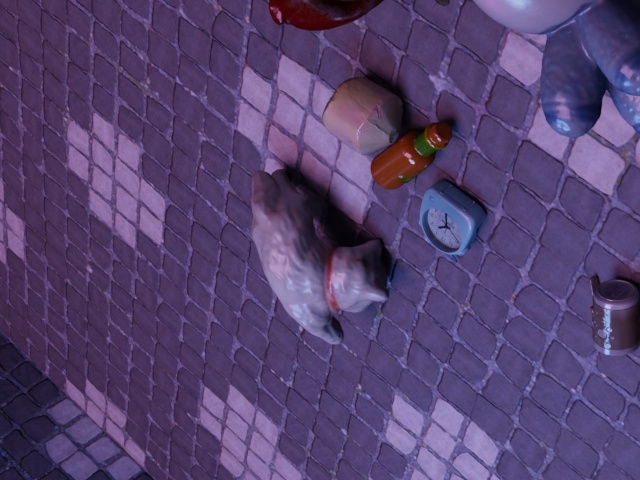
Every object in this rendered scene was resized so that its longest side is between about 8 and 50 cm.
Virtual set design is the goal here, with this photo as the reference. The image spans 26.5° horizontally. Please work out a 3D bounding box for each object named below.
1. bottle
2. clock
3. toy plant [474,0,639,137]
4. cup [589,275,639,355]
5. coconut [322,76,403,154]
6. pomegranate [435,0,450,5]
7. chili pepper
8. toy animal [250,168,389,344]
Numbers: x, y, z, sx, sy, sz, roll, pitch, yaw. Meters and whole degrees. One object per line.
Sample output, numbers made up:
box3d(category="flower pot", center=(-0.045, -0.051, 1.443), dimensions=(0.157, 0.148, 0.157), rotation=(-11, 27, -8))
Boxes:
box3d(category="bottle", center=(0.153, -0.144, 2.229), dimensions=(0.069, 0.069, 0.187), rotation=(55, 147, 1))
box3d(category="clock", center=(0.214, -0.022, 2.280), dimensions=(0.108, 0.045, 0.147), rotation=(40, 144, 23))
box3d(category="toy plant", center=(0.361, -0.265, 1.743), dimensions=(0.332, 0.247, 0.247), rotation=(55, 146, -3))
box3d(category="cup", center=(0.454, 0.108, 2.091), dimensions=(0.074, 0.102, 0.099), rotation=(-3, 123, 8))
box3d(category="coconut", center=(0.078, -0.201, 2.239), dimensions=(0.122, 0.116, 0.116), rotation=(37, 142, 22))
box3d(category="pomegranate", center=(0.075, -0.437, 1.892), dimensions=(0.291, 0.291, 0.323), rotation=(-2, 122, 51))
box3d(category="chili pepper", center=(0.016, -0.378, 2.040), dimensions=(0.136, 0.252, 0.144), rotation=(10, 135, 35))
box3d(category="toy animal", center=(0.000, 0.000, 2.480), dimensions=(0.188, 0.266, 0.308), rotation=(-23, 57, 42))
